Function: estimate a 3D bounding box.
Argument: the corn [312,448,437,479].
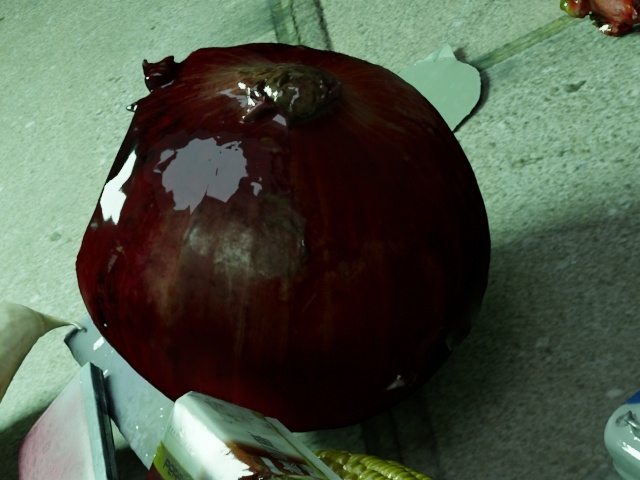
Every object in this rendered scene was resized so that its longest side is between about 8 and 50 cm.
[{"bbox_3d":[0.069,0.210,1.307,0.101,0.101,0.310,-41,31,-18],"label":"corn"}]

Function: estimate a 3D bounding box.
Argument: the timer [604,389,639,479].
[{"bbox_3d":[0.314,0.130,1.232,0.178,0.078,0.253,-38,30,-12],"label":"timer"}]

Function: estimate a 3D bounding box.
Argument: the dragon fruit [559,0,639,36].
[{"bbox_3d":[0.312,-0.262,1.795,0.207,0.150,0.133,15,82,53],"label":"dragon fruit"}]

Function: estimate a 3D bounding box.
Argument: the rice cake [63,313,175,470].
[{"bbox_3d":[-0.131,0.151,1.614,0.070,0.064,0.399,-54,31,3],"label":"rice cake"}]

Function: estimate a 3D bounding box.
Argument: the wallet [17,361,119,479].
[{"bbox_3d":[-0.214,0.212,1.587,0.119,0.025,0.232,-48,29,18],"label":"wallet"}]

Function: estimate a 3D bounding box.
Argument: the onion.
[{"bbox_3d":[-0.021,0.007,1.512,0.341,0.341,0.341,-23,30,14],"label":"onion"}]

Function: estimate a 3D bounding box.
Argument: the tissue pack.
[{"bbox_3d":[-0.055,0.188,1.322,0.148,0.099,0.106,33,101,59],"label":"tissue pack"}]

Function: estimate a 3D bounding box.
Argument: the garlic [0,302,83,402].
[{"bbox_3d":[-0.334,0.156,1.716,0.164,0.145,0.245,9,56,28],"label":"garlic"}]

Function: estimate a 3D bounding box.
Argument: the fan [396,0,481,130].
[{"bbox_3d":[0.114,-0.176,1.957,0.182,0.010,0.310,-3,42,39],"label":"fan"}]
